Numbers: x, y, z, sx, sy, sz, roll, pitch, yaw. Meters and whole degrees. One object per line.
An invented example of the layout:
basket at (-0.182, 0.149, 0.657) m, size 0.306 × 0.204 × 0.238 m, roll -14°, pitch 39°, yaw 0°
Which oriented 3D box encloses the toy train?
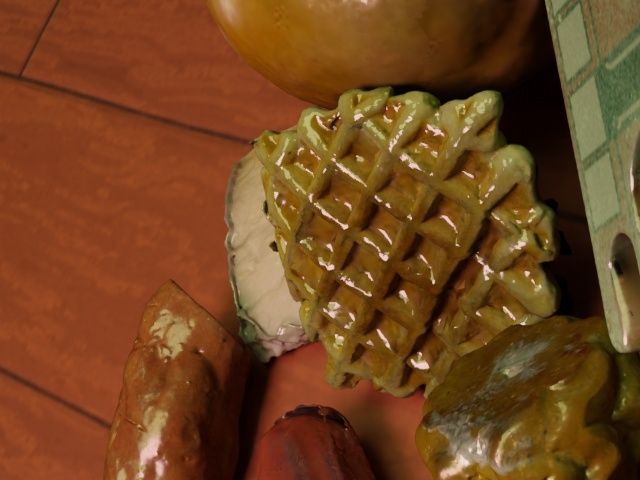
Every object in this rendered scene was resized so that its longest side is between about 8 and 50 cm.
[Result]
toy train at (0.202, -0.093, 0.935) m, size 0.159 × 0.129 × 0.326 m, roll 133°, pitch 130°, yaw -68°

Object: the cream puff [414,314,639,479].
cream puff at (0.129, 0.115, 0.986) m, size 0.146 × 0.116 × 0.146 m, roll -31°, pitch 13°, yaw 8°

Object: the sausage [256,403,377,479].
sausage at (0.002, 0.163, 1.115) m, size 0.076 × 0.076 × 0.141 m, roll -45°, pitch 42°, yaw 17°

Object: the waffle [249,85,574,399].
waffle at (0.054, 0.006, 1.082) m, size 0.207 × 0.214 × 0.054 m, roll -7°, pitch 23°, yaw 34°

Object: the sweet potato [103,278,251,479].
sweet potato at (-0.101, 0.150, 1.224) m, size 0.097 × 0.097 × 0.252 m, roll -12°, pitch 61°, yaw 43°

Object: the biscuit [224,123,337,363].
biscuit at (0.000, 0.000, 1.254) m, size 0.188 × 0.040 × 0.265 m, roll -54°, pitch 38°, yaw 2°

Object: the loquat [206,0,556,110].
loquat at (0.057, -0.195, 1.128) m, size 0.276 × 0.276 × 0.284 m, roll -58°, pitch 31°, yaw 0°
